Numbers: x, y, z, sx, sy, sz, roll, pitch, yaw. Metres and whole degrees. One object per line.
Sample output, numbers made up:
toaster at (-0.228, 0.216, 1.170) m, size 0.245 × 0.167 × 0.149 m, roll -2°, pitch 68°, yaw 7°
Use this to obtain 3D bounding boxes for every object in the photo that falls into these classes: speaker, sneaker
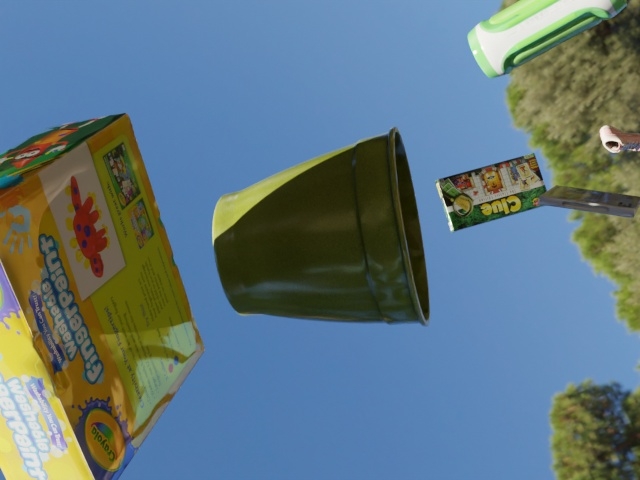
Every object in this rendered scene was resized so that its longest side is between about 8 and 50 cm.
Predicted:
speaker at (0.454, -0.446, 1.561) m, size 0.131 × 0.296 × 0.131 m, roll 39°, pitch -143°, yaw -38°
sneaker at (0.796, -0.251, 2.018) m, size 0.134 × 0.051 × 0.070 m, roll 18°, pitch -134°, yaw -3°

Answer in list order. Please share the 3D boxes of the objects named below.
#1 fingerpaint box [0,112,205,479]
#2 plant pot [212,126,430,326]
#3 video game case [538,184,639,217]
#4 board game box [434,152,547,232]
fingerpaint box at (-0.369, 0.087, 1.146) m, size 0.371 × 0.163 × 0.445 m, roll -61°, pitch -38°, yaw -58°
plant pot at (0.000, 0.000, 1.443) m, size 0.353 × 0.366 × 0.366 m, roll -9°, pitch -123°, yaw 12°
video game case at (0.596, -0.088, 1.700) m, size 0.193 × 0.023 × 0.212 m, roll 11°, pitch -165°, yaw 24°
board game box at (0.422, -0.117, 1.890) m, size 0.259 × 0.030 × 0.136 m, roll -16°, pitch -95°, yaw -8°
